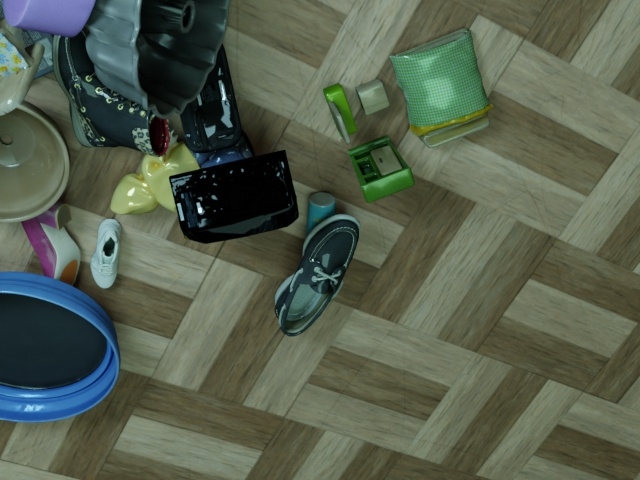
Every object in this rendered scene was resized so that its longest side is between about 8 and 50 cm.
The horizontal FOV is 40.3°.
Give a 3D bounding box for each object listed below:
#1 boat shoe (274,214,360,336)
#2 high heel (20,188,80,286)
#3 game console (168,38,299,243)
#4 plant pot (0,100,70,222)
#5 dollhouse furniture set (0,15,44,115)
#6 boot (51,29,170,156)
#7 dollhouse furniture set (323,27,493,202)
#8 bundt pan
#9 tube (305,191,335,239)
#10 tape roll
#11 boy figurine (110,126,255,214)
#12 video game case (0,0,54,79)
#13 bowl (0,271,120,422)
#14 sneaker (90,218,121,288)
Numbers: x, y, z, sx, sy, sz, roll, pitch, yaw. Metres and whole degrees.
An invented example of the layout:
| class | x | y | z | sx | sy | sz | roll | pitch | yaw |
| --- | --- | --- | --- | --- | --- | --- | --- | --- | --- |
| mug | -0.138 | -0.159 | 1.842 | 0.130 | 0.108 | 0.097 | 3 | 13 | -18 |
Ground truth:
| class | x | y | z | sx | sy | sz | roll | pitch | yaw |
| --- | --- | --- | --- | --- | --- | --- | --- | --- | --- |
| boat shoe | -0.001 | 0.077 | 1.765 | 0.114 | 0.091 | 0.302 | 12 | 131 | -19 |
| high heel | -0.536 | 0.004 | 1.680 | 0.117 | 0.082 | 0.244 | 23 | 137 | 16 |
| game console | -0.174 | -0.182 | 1.547 | 0.213 | 0.044 | 0.361 | -12 | 93 | 1 |
| plant pot | -0.562 | -0.157 | 1.543 | 0.237 | 0.110 | 0.237 | -5 | 120 | -8 |
| dollhouse furniture set | -0.696 | -0.276 | 1.278 | 0.394 | 0.256 | 0.362 | -16 | 136 | 22 |
| boot | -0.353 | -0.253 | 1.494 | 0.178 | 0.085 | 0.236 | 15 | 131 | 24 |
| dollhouse furniture set | 0.182 | -0.235 | 1.618 | 0.301 | 0.151 | 0.197 | -22 | 122 | 2 |
| bundt pan | -0.261 | -0.365 | 1.373 | 0.124 | 0.331 | 0.331 | 17 | 119 | 13 |
| tube | 0.000 | 0.000 | 1.787 | 0.080 | 0.052 | 0.207 | 1 | 127 | -1 |
| tape roll | -0.386 | -0.439 | 1.262 | 0.090 | 0.275 | 0.275 | 4 | 120 | -31 |
| boy figurine | -0.261 | -0.122 | 1.634 | 0.285 | 0.092 | 0.177 | -30 | 121 | 8 |
| video game case | -0.600 | -0.332 | 1.483 | 0.274 | 0.026 | 0.196 | -23 | 122 | 4 |
| bowl | -0.595 | 0.214 | 1.732 | 0.391 | 0.077 | 0.391 | -2 | 131 | -3 |
| sneaker | -0.422 | 0.035 | 1.712 | 0.053 | 0.061 | 0.152 | 4 | 120 | -16 |
